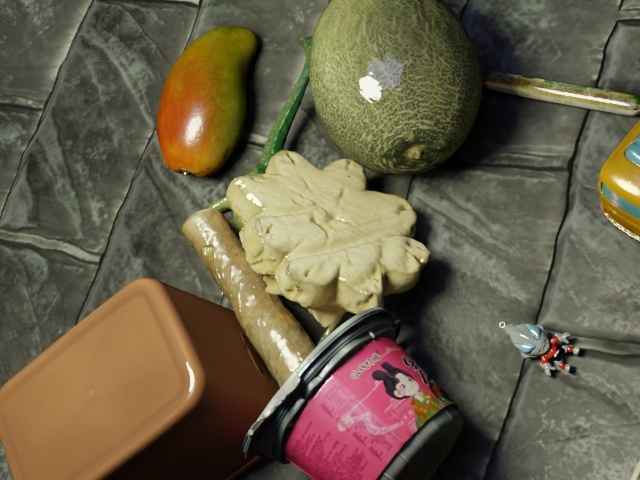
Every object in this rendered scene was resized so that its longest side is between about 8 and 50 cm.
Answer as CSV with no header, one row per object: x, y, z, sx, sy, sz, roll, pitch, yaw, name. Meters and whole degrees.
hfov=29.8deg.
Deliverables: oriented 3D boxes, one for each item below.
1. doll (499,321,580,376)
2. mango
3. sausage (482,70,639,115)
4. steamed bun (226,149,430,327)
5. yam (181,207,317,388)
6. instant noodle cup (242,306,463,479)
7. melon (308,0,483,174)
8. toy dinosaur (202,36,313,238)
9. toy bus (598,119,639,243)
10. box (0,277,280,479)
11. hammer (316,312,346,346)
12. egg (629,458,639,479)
0.287,0.137,1.604,0.114,0.039,0.057,26,113,23,doll
-0.188,-0.236,1.972,0.146,0.129,0.289,-11,53,23,mango
0.349,-0.214,1.749,0.269,0.033,0.033,16,74,31,sausage
0.000,0.000,1.718,0.295,0.137,0.292,15,44,-6,steamed bun
-0.093,0.089,1.721,0.081,0.081,0.357,-38,64,5,yam
0.065,0.240,1.555,0.181,0.258,0.302,40,58,20,instant noodle cup
0.105,-0.245,1.759,0.248,0.248,0.329,-23,50,14,melon
-0.049,-0.078,1.846,0.300,0.087,0.447,-32,60,11,toy dinosaur
0.460,-0.106,1.579,0.209,0.136,0.126,-48,55,-4,toy bus
-0.254,0.241,1.687,0.339,0.229,0.239,-38,57,13,box
0.005,0.158,1.741,0.060,0.028,0.195,29,80,31,hammer
0.477,0.324,1.350,0.264,0.174,0.286,-26,82,13,egg
